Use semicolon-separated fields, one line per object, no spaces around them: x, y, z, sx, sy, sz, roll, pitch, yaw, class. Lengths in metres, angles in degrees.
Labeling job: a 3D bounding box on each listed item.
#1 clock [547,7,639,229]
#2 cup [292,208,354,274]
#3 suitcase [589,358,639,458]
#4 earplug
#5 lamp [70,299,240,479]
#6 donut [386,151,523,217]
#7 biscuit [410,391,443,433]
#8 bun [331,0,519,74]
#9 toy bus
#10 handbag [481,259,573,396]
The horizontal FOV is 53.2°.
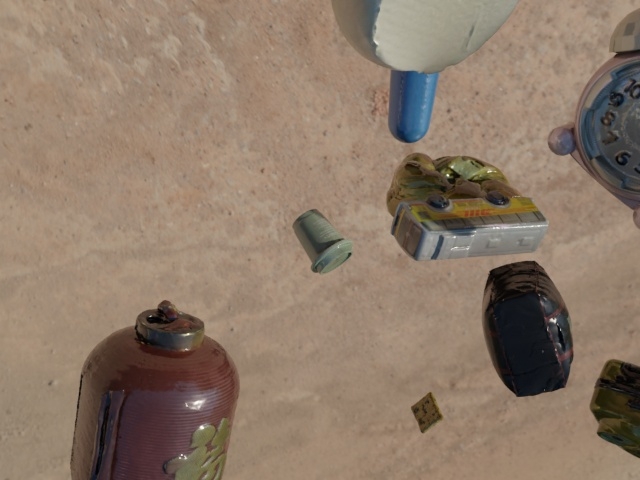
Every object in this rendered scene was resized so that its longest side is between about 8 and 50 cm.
0.631;-0.223;1.171;0.184;0.342;0.325;-31;156;-36;clock
0.000;0.000;1.521;0.120;0.141;0.120;-34;165;-10;cup
0.635;0.342;1.224;0.235;0.194;0.143;45;67;-43;suitcase
0.228;-0.375;1.572;0.132;0.132;0.273;-2;107;-24;earplug
-0.183;0.196;0.696;0.180;0.180;0.258;4;105;-28;lamp
0.336;-0.107;1.589;0.360;0.360;0.170;3;117;-27;donut
0.282;0.456;1.694;0.018;0.083;0.081;21;125;-39;biscuit
0.083;-0.239;0.548;0.173;0.120;0.173;-23;151;-14;bun
0.264;-0.022;1.126;0.268;0.106;0.092;-3;131;-19;toy bus
0.380;0.156;1.180;0.155;0.169;0.215;-15;108;16;handbag
